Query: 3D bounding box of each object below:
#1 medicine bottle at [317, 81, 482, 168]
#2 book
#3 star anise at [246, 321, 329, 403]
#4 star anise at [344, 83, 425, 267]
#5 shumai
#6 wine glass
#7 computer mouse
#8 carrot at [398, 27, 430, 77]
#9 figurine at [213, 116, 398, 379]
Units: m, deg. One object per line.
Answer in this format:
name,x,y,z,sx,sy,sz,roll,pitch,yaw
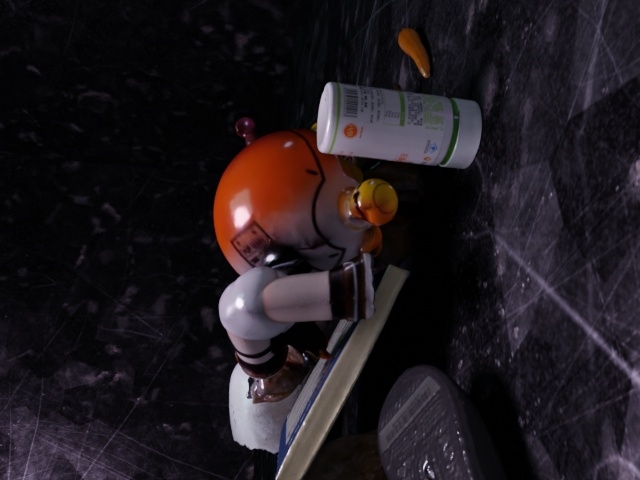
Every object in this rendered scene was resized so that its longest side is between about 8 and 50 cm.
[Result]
medicine bottle,0.092,-0.137,0.857,0.086,0.184,0.086,-174,90,-81
book,0.019,0.186,1.055,0.300,0.039,0.428,-61,-1,-7
star anise,-0.050,0.188,1.237,0.236,0.093,0.229,-61,-2,-37
star anise,0.089,-0.070,1.077,0.315,0.108,0.315,-177,90,-77
shumai,0.015,0.342,0.963,0.185,0.184,0.218,12,94,51
wine glass,-0.068,0.267,1.470,0.238,0.238,0.322,158,126,-79
computer mouse,0.135,0.241,0.705,0.147,0.088,0.264,-58,23,33
carrot,0.144,-0.291,1.087,0.142,0.035,0.035,-104,21,-49
figurine,-0.041,-0.010,0.923,0.320,0.196,0.323,-38,39,37
